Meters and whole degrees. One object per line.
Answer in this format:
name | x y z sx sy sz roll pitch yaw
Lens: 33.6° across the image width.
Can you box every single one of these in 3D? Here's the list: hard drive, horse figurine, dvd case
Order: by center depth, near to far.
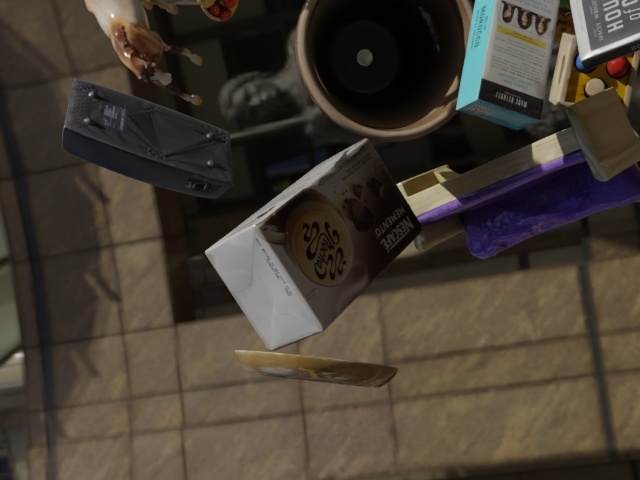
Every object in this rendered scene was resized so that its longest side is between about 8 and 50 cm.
horse figurine | -0.228 -0.274 1.315 0.174 0.066 0.263 13 -133 -59
dvd case | 0.442 -0.339 1.377 0.029 0.238 0.179 37 -137 -49
hard drive | -0.257 -0.148 1.574 0.054 0.254 0.172 -61 22 29

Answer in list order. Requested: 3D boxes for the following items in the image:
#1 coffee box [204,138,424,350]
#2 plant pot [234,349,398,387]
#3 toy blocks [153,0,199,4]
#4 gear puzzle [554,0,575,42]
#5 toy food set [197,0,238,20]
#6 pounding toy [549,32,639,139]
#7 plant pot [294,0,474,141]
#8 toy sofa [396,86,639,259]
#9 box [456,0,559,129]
coffee box | 0.000 0.000 1.496 0.168 0.118 0.297 58 -137 -7
plant pot | -0.007 0.185 1.506 0.236 0.236 0.033 32 -117 -69
toy blocks | -0.213 -0.501 1.797 0.381 0.260 0.191 -97 8 -55
gear puzzle | 0.420 -0.467 1.967 0.339 0.175 0.044 57 -151 -57
toy food set | -0.146 -0.359 1.525 0.083 0.020 0.083 45 -118 -42
pounding toy | 0.432 -0.237 1.634 0.100 0.130 0.141 -87 5 -75
plant pot | 0.086 -0.277 1.558 0.229 0.262 0.263 -142 40 -82
toy sofa | 0.310 -0.078 1.621 0.150 0.362 0.177 -23 -90 -48
box | 0.257 -0.281 1.423 0.060 0.100 0.244 162 121 -67
